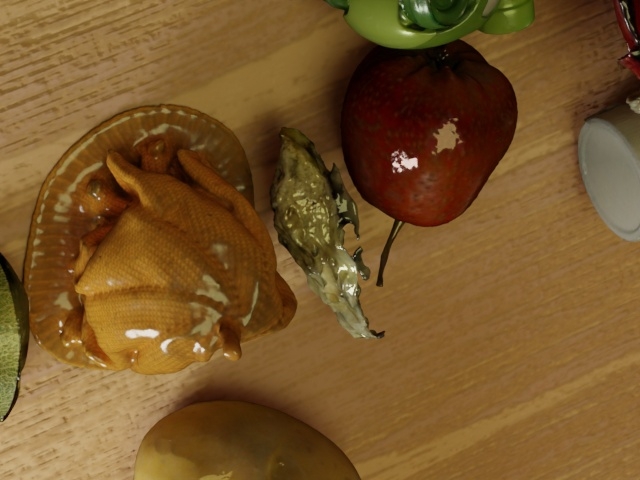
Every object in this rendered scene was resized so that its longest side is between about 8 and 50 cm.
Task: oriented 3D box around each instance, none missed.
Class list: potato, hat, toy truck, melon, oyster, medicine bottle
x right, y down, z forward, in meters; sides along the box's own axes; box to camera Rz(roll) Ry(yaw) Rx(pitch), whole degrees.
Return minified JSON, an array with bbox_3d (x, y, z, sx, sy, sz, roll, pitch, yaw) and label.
[{"bbox_3d":[-0.063,0.231,1.342,0.234,0.146,0.150,23,73,-30],"label":"potato"},{"bbox_3d":[-0.115,0.047,1.165,0.244,0.233,0.233,-34,122,-7],"label":"hat"},{"bbox_3d":[0.108,-0.256,1.182,0.210,0.148,0.187,-14,114,-40],"label":"toy truck"},{"bbox_3d":[-0.307,0.092,1.192,0.128,0.079,0.160,-4,115,-24],"label":"melon"},{"bbox_3d":[0.003,0.009,1.260,0.072,0.133,0.209,-15,147,-1],"label":"oyster"},{"bbox_3d":[0.383,-0.097,1.372,0.252,0.144,0.144,-20,120,-17],"label":"medicine bottle"}]

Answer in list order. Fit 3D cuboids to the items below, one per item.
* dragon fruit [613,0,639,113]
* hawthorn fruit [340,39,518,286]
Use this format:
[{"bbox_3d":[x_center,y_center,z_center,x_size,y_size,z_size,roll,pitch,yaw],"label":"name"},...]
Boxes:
[{"bbox_3d":[0.319,-0.259,1.258,0.282,0.100,0.343,30,72,-40],"label":"dragon fruit"},{"bbox_3d":[0.085,-0.072,1.253,0.162,0.162,0.203,-3,128,-23],"label":"hawthorn fruit"}]
